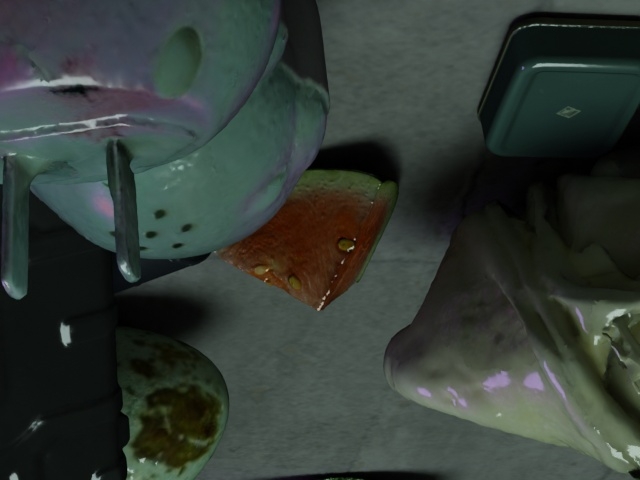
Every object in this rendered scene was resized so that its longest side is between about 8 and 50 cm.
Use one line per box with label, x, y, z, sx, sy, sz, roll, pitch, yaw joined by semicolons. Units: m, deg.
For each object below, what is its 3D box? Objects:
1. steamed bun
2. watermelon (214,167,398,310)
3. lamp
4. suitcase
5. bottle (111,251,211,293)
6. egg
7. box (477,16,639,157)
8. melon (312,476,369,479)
steamed bun;0.196;0.038;1.233;0.268;0.207;0.280;15;180;-45
watermelon;0.000;0.000;1.239;0.125;0.094;0.135;19;144;-25
lamp;-0.109;-0.077;0.923;0.247;0.247;0.301;-5;161;11
suitcase;-0.222;0.059;1.161;0.206;0.066;0.285;-15;123;-24
bottle;-0.186;0.015;1.274;0.244;0.072;0.082;-20;170;32
egg;-0.176;0.145;1.430;0.231;0.169;0.169;-20;149;19
box;0.148;-0.089;1.141;0.091;0.031;0.126;2;154;-8
melon;0.021;0.285;1.789;0.210;0.118;0.064;8;168;6
